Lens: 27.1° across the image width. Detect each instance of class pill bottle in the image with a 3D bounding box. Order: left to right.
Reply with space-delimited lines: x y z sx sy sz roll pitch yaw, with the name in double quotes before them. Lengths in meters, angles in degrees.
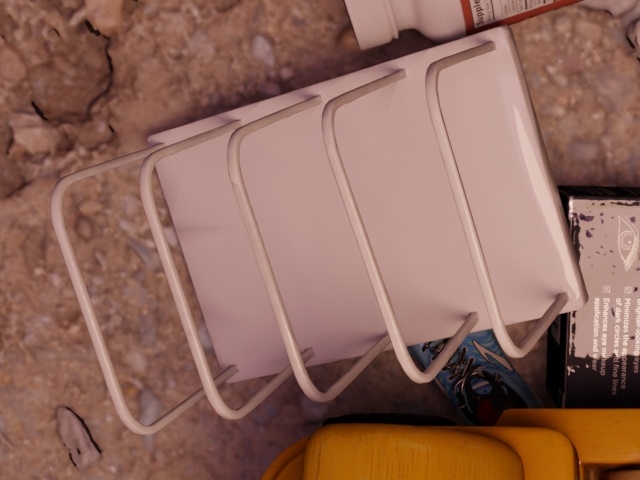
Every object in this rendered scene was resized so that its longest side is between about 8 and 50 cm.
"pill bottle" 0.115 -0.204 0.896 0.216 0.121 0.121 -18 96 4

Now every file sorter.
"file sorter" 0.000 0.000 0.856 0.277 0.173 0.193 -14 98 24

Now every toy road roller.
"toy road roller" 0.111 0.196 0.791 0.329 0.240 0.203 -2 74 16

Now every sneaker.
"sneaker" 0.110 0.091 0.956 0.063 0.073 0.162 -42 94 6

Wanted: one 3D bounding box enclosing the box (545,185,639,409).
"box" 0.244 0.043 0.937 0.158 0.093 0.156 1 97 2
